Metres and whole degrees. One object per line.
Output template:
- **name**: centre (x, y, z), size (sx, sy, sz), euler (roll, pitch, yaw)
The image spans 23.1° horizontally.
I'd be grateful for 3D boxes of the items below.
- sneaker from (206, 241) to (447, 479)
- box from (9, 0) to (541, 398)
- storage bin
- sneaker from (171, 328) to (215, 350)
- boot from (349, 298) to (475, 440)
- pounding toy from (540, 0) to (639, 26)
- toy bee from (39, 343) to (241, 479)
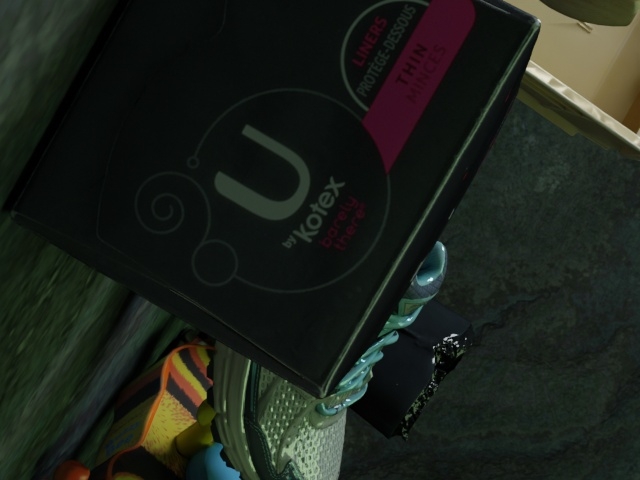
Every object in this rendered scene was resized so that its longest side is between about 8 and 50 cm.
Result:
- **sneaker**: centre (0.007, 0.038, 0.925), size (0.110, 0.122, 0.283), euler (-38, 133, -57)
- **box**: centre (-0.005, -0.045, 0.701), size (0.165, 0.143, 0.270), euler (-61, 175, 4)
- **storage bin**: centre (0.237, -0.240, 1.334), size (0.262, 0.260, 0.123), euler (-60, -158, -3)
- **sneaker**: centre (-0.069, 0.146, 1.311), size (0.116, 0.136, 0.314), euler (-61, 175, 10)
- **boot**: centre (0.040, 0.035, 1.345), size (0.246, 0.207, 0.094), euler (-57, 175, -38)
- **pounding toy**: centre (0.113, -0.247, 0.758), size (0.155, 0.154, 0.270), euler (-93, -165, -69)
- **toy bee**: centre (-0.105, 0.160, 1.021), size (0.195, 0.162, 0.298), euler (-46, -151, 8)
